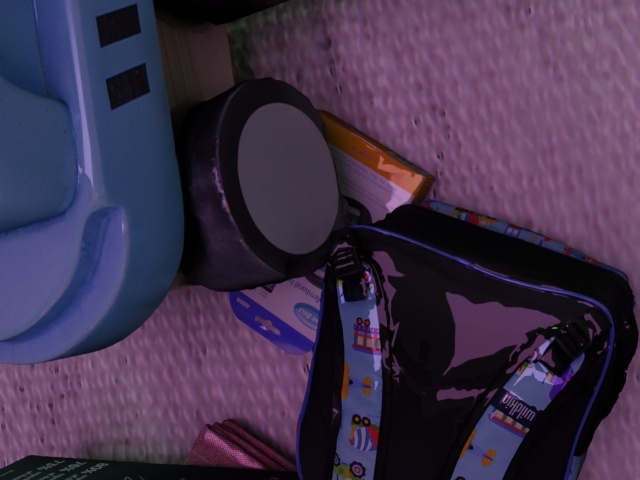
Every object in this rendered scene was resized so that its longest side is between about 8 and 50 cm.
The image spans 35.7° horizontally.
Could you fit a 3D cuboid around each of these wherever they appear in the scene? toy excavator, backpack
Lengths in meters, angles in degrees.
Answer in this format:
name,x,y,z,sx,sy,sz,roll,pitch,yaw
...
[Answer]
name,x,y,z,sx,sy,sz,roll,pitch,yaw
toy excavator,-0.220,-0.146,0.430,0.222,0.445,0.433,-10,89,36
backpack,0.071,0.082,0.523,0.158,0.117,0.173,18,108,21

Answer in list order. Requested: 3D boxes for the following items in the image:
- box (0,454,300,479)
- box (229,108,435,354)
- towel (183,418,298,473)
name,x,y,z,sx,sy,sz,roll,pitch,yaw
box,-0.119,0.195,0.546,0.207,0.153,0.108,-1,95,22
box,0.000,0.000,0.596,0.081,0.028,0.136,34,107,16
towel,-0.046,0.307,0.629,0.237,0.037,0.329,34,105,16
